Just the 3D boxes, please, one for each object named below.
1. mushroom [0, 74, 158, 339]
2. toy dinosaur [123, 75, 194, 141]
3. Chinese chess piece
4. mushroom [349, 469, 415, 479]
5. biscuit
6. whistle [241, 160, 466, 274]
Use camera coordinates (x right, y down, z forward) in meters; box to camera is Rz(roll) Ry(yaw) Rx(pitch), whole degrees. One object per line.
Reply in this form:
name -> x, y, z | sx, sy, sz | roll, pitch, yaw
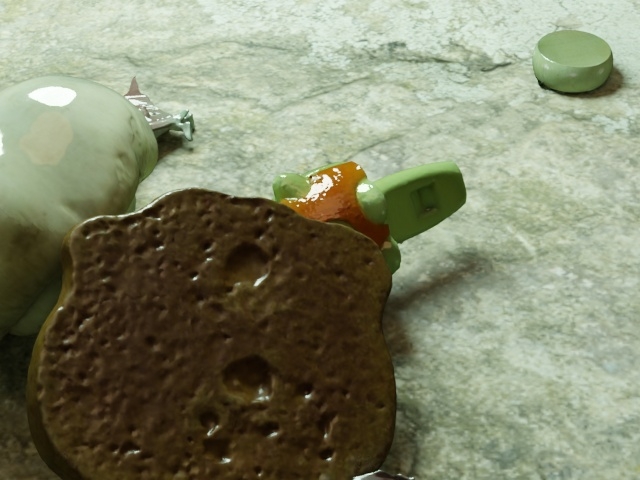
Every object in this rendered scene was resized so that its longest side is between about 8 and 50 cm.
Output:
mushroom -> -0.226, 0.002, 1.066 | 0.260, 0.234, 0.254 | -44, 7, 11
toy dinosaur -> -0.183, -0.116, 1.306 | 0.108, 0.032, 0.220 | -9, 31, 1
Chinese chess piece -> 0.263, -0.187, 1.343 | 0.084, 0.034, 0.084 | -1, 40, 1
mushroom -> 0.025, 0.246, 0.798 | 0.141, 0.117, 0.188 | 9, 35, 19
biscuit -> -0.076, 0.087, 0.954 | 0.272, 0.049, 0.257 | 7, 69, -17
whistle -> 0.000, 0.000, 1.084 | 0.288, 0.131, 0.106 | -22, 15, -19
